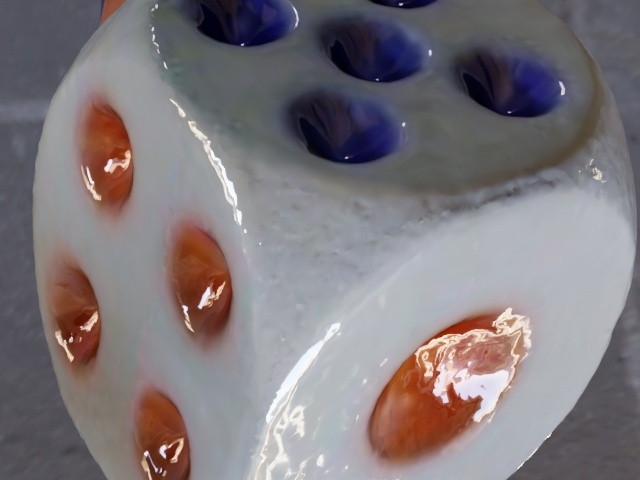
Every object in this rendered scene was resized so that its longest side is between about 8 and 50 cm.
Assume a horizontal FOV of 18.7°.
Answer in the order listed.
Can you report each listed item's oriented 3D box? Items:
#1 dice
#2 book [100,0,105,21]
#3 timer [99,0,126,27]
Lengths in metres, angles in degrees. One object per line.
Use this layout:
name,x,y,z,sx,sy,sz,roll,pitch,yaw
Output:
dice,0.000,0.000,1.051,0.243,0.259,0.251,-14,45,-30
book,-0.129,-0.291,1.684,0.039,0.300,0.428,12,57,-22
timer,-0.040,-0.120,1.354,0.229,0.229,0.215,-9,87,-19
